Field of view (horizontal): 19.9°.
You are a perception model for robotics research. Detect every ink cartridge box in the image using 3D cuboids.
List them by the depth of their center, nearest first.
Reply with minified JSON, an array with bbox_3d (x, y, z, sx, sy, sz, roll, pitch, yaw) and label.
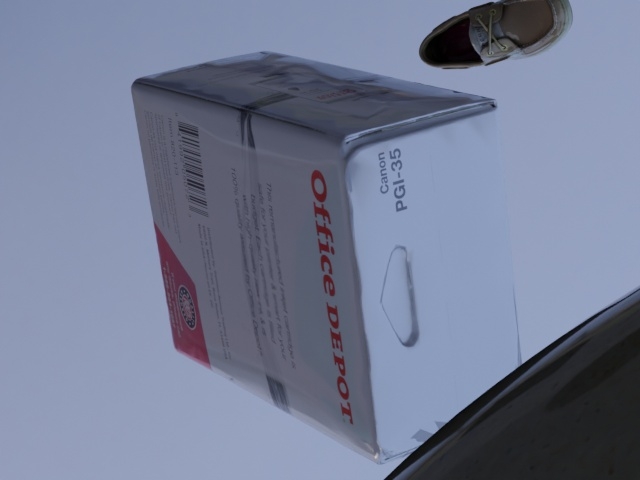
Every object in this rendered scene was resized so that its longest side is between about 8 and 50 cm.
[{"bbox_3d":[0.000,0.000,1.177,0.117,0.207,0.283,-16,-161,-28],"label":"ink cartridge box"}]

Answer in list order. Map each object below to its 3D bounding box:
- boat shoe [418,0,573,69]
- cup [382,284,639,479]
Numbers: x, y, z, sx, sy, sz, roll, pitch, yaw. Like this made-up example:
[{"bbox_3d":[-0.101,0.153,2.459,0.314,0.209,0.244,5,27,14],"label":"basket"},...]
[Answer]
[{"bbox_3d":[0.127,-0.150,1.336,0.045,0.050,0.135,-20,-179,-39],"label":"boat shoe"},{"bbox_3d":[0.154,0.129,0.536,0.237,0.331,0.331,-63,-162,16],"label":"cup"}]
